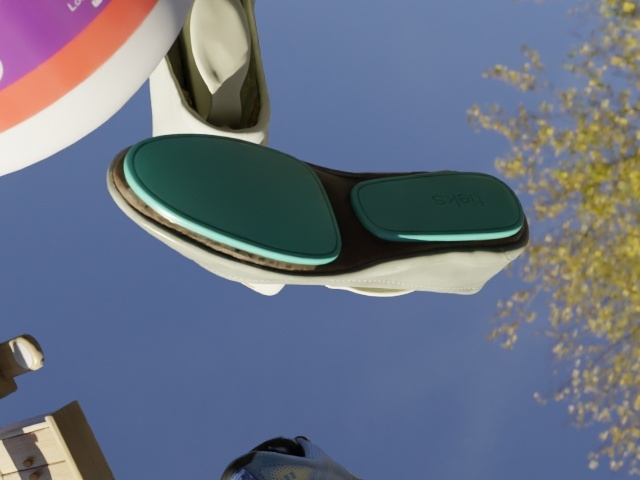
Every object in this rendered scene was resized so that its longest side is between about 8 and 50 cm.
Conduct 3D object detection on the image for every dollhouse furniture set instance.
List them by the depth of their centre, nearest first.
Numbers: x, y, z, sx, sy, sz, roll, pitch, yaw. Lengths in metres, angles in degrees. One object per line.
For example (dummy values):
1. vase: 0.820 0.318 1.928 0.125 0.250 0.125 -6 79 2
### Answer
1. dollhouse furniture set: -0.428 0.300 1.221 0.355 0.173 0.303 -29 -84 -47

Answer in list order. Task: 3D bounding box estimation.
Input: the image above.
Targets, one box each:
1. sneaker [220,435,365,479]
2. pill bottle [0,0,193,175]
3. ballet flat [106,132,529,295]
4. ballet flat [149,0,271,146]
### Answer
1. sneaker: 0.000 0.239 0.995 0.130 0.330 0.147 -43 -112 -3
2. pill bottle: -0.176 -0.171 0.336 0.181 0.323 0.182 -11 -126 17
3. ballet flat: 0.000 0.000 0.505 0.213 0.068 0.072 3 -129 -29
4. ballet flat: -0.109 -0.233 0.969 0.139 0.139 0.400 -9 -107 -12
